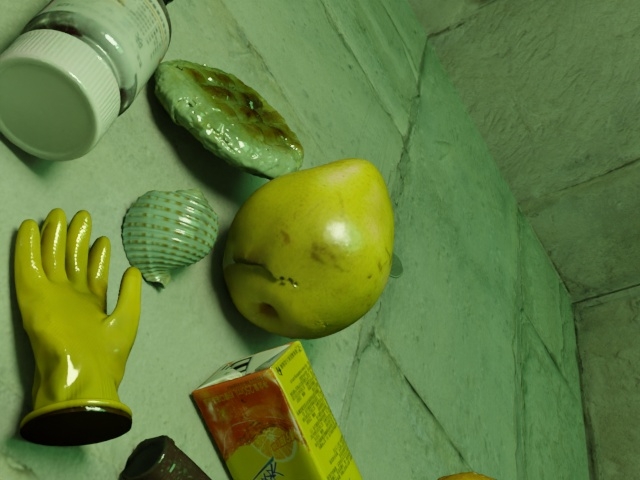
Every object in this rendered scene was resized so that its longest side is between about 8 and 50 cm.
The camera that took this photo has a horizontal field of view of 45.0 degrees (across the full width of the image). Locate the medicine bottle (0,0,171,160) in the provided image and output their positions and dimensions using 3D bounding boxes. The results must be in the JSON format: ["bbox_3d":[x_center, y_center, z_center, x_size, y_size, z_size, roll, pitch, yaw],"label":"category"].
[{"bbox_3d":[-0.312,-0.240,1.027,0.165,0.165,0.273,53,30,-28],"label":"medicine bottle"}]

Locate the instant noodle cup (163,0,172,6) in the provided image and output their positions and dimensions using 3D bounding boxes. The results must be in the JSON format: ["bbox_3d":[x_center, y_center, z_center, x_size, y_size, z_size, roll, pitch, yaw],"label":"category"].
[{"bbox_3d":[-0.319,-0.420,1.188,0.177,0.125,0.208,27,48,-52],"label":"instant noodle cup"}]

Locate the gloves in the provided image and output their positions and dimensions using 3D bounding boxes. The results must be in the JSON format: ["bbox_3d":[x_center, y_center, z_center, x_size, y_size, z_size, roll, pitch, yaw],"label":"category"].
[{"bbox_3d":[-0.293,0.084,0.920,0.133,0.116,0.294,42,30,-54],"label":"gloves"}]

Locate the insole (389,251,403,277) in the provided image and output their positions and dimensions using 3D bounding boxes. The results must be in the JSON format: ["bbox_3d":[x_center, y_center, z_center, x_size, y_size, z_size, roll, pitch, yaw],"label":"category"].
[{"bbox_3d":[0.148,0.049,1.849,0.232,0.003,0.080,9,63,-60],"label":"insole"}]

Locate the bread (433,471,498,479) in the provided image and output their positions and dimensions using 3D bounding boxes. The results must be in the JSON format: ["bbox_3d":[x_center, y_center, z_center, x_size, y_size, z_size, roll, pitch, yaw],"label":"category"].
[{"bbox_3d":[0.196,0.529,1.285,0.358,0.337,0.204,31,21,-53],"label":"bread"}]

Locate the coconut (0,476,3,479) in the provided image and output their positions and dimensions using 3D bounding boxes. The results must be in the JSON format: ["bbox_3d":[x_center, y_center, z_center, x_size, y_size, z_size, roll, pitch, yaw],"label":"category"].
[{"bbox_3d":[-0.312,0.276,0.550,0.237,0.266,0.237,49,24,-31],"label":"coconut"}]

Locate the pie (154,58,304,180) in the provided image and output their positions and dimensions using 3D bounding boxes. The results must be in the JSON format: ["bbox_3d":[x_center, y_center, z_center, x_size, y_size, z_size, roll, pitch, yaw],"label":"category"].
[{"bbox_3d":[-0.149,-0.215,1.336,0.306,0.071,0.306,37,24,-20],"label":"pie"}]

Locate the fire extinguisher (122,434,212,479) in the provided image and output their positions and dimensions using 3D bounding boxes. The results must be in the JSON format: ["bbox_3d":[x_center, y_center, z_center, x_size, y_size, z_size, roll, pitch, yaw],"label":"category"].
[{"bbox_3d":[-0.149,0.356,1.017,0.268,0.072,0.089,54,-6,-27],"label":"fire extinguisher"}]

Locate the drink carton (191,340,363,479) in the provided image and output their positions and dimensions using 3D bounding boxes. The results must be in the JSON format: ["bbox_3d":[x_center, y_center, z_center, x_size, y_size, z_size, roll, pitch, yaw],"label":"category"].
[{"bbox_3d":[-0.036,0.338,1.135,0.351,0.154,0.111,66,27,-5],"label":"drink carton"}]

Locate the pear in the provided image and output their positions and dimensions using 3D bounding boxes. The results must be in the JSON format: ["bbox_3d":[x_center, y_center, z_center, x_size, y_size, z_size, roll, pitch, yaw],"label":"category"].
[{"bbox_3d":[-0.011,0.005,1.290,0.285,0.285,0.336,58,29,-21],"label":"pear"}]

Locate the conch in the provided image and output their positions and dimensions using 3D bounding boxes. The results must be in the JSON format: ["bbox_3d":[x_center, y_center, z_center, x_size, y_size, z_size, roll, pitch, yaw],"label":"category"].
[{"bbox_3d":[-0.214,-0.019,1.133,0.135,0.102,0.153,36,39,-24],"label":"conch"}]
